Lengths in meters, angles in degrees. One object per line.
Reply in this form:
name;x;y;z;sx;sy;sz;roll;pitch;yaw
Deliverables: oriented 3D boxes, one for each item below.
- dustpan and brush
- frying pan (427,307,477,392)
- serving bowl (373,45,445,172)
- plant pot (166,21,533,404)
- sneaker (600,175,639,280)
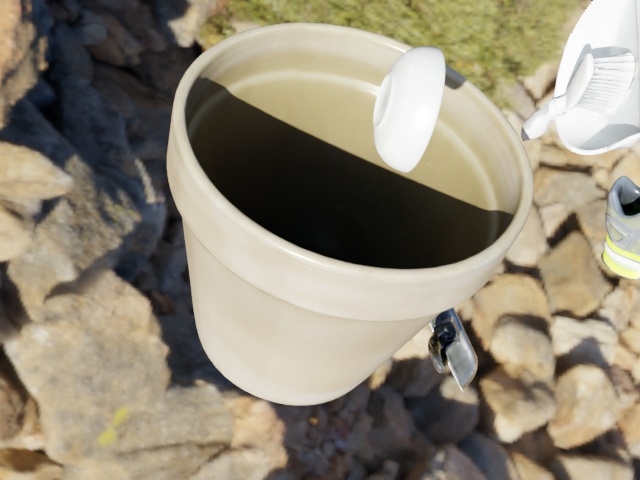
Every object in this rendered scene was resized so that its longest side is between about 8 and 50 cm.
dustpan and brush;0.230;-0.128;0.962;0.211;0.060;0.147;101;-9;-75
frying pan;0.144;0.090;1.359;0.326;0.053;0.197;53;12;-72
serving bowl;0.053;-0.087;0.694;0.027;0.083;0.083;12;87;-13
plant pot;0.000;0.000;1.020;0.323;0.323;0.280;-36;157;-40
sneaker;0.457;-0.002;1.299;0.111;0.300;0.121;-35;119;-28
